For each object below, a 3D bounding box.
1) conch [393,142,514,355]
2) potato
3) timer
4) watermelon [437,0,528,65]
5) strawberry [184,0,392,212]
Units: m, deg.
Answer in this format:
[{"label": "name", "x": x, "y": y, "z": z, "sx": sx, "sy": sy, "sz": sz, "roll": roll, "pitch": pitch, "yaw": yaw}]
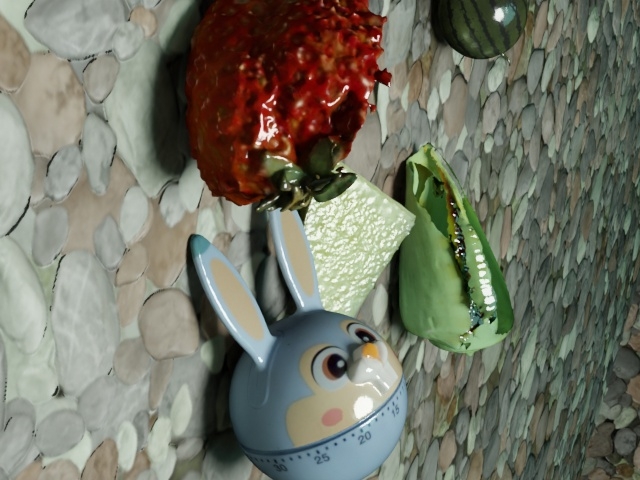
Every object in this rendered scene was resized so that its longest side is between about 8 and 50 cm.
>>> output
[{"label": "conch", "x": 0.154, "y": 0.030, "z": 1.279, "sx": 0.143, "sy": 0.137, "sz": 0.250, "roll": -52, "pitch": 144, "yaw": -43}, {"label": "potato", "x": 0.000, "y": 0.000, "z": 1.049, "sx": 0.120, "sy": 0.081, "sz": 0.149, "roll": 37, "pitch": 82, "yaw": -31}, {"label": "timer", "x": -0.004, "y": 0.097, "z": 0.941, "sx": 0.175, "sy": 0.175, "sz": 0.255, "roll": -45, "pitch": 140, "yaw": -51}, {"label": "watermelon", "x": 0.193, "y": -0.255, "z": 1.273, "sx": 0.133, "sy": 0.105, "sz": 0.105, "roll": 60, "pitch": 44, "yaw": -31}, {"label": "strawberry", "x": -0.041, "y": -0.133, "z": 0.818, "sx": 0.107, "sy": 0.175, "sz": 0.236, "roll": 29, "pitch": 34, "yaw": -33}]
